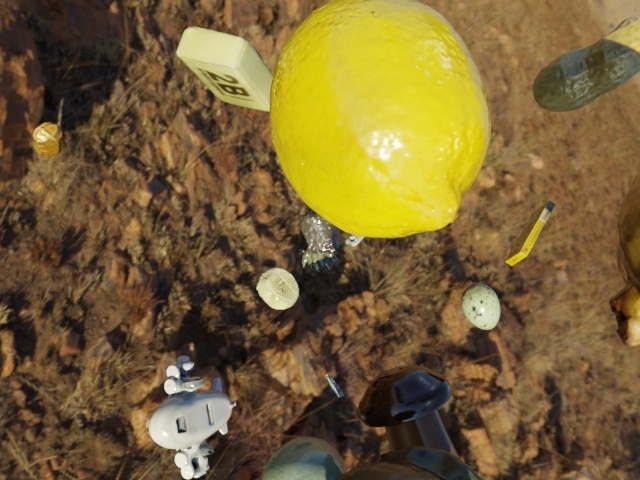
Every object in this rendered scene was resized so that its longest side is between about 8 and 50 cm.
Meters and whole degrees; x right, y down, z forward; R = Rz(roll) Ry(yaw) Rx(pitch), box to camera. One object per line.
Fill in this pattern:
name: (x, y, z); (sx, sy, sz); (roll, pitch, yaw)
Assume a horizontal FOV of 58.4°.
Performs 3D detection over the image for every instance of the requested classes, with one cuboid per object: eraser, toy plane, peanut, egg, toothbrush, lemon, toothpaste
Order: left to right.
toy plane: (-0.267, 0.366, 1.197); (0.252, 0.118, 0.252); (-13, 90, -70)
eraser: (-0.149, -0.283, 0.963); (0.172, 0.117, 0.058); (39, 68, -71)
egg: (-0.028, 0.466, 1.086); (0.169, 0.169, 0.236); (57, 3, -1)
toothpaste: (0.039, 0.417, 1.650); (0.027, 0.019, 0.083); (6, 32, -43)
lemon: (0.059, -0.134, 0.611); (0.236, 0.236, 0.263); (37, 25, -27)
toothbrush: (0.131, -0.056, 1.257); (0.030, 0.030, 0.304); (54, 41, -6)
egg: (0.370, 0.152, 1.315); (0.085, 0.085, 0.110); (-26, 88, -54)
peanut: (0.650, -0.412, 1.342); (0.147, 0.306, 0.147); (29, 48, -38)

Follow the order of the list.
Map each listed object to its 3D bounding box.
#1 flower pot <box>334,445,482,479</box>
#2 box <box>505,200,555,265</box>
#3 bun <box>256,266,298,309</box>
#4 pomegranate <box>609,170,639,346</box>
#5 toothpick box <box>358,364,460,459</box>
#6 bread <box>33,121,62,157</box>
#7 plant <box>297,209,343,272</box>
flower pot: (0.119, 0.450, 0.775); (0.213, 0.302, 0.301); (-6, 69, -48)
box: (0.493, -0.017, 1.347); (0.023, 0.087, 0.155); (34, 73, 2)
bun: (-0.114, 0.128, 1.493); (0.115, 0.069, 0.115); (23, 51, -31)
pomegranate: (0.557, 0.033, 0.707); (0.417, 0.417, 0.416); (29, 45, -34)
toothpick box: (0.193, 0.398, 1.137); (0.192, 0.192, 0.294); (-16, 87, -53)
bread: (-0.539, -0.198, 1.135); (0.052, 0.157, 0.044); (-34, 100, -22)
plant: (0.000, 0.000, 1.814); (0.132, 0.129, 0.194); (-34, 120, -66)
